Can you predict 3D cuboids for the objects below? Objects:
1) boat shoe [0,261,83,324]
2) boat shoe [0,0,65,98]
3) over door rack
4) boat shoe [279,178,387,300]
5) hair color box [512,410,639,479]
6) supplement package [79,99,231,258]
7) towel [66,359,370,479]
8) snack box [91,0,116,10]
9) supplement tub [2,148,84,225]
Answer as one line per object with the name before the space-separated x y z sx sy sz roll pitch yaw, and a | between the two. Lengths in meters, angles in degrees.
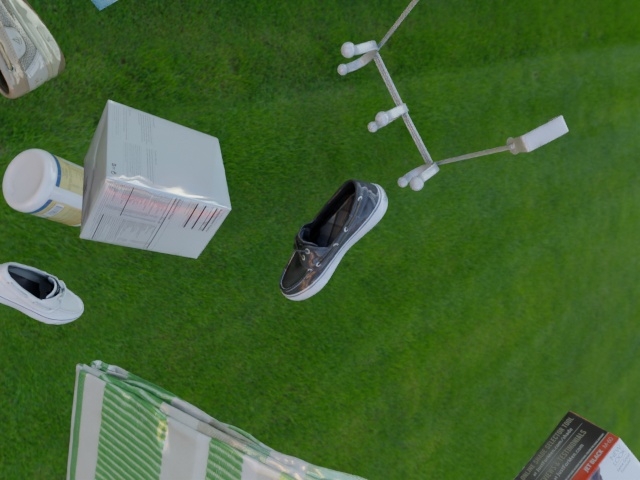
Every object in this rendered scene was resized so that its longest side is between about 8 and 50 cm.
boat shoe | -0.613 0.119 1.034 0.258 0.084 0.095 48 26 -62
boat shoe | -0.516 -0.368 0.648 0.110 0.121 0.341 -56 128 -35
over door rack | 0.140 -0.202 0.656 0.108 0.324 0.240 -32 98 -17
boat shoe | 0.000 0.000 0.681 0.076 0.080 0.228 20 125 -43
hair color box | 0.234 0.233 0.376 0.093 0.053 0.167 -45 103 -9
supplement package | -0.291 -0.100 0.820 0.203 0.149 0.194 14 43 -36
towel | -0.111 0.269 0.425 0.038 0.324 0.248 -10 112 -66
snack box | -0.375 -0.580 0.829 0.187 0.060 0.322 52 37 -41
supplement tub | -0.604 -0.114 1.092 0.199 0.144 0.145 32 75 -67
